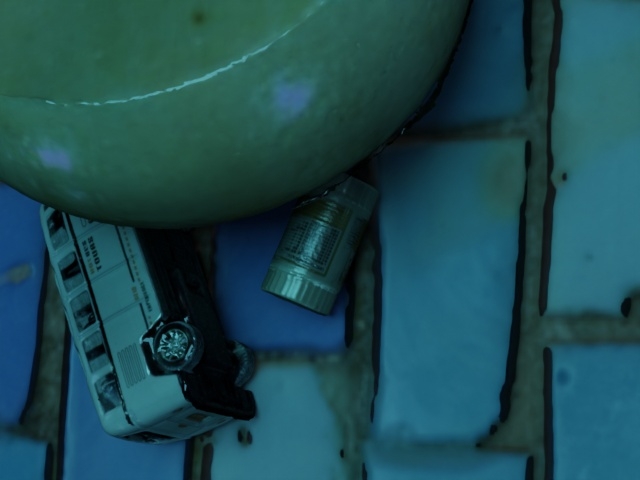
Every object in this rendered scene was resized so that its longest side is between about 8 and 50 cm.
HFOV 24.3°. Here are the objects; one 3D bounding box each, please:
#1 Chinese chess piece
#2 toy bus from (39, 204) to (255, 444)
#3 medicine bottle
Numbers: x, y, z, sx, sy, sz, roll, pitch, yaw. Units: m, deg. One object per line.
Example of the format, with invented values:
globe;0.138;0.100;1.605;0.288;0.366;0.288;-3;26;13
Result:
Chinese chess piece;-0.081;-0.171;0.873;0.349;0.146;0.349;-8;58;12
toy bus;-0.113;0.033;0.919;0.089;0.087;0.193;-28;67;17
medicine bottle;0.000;0.000;0.902;0.047;0.047;0.083;20;85;24
